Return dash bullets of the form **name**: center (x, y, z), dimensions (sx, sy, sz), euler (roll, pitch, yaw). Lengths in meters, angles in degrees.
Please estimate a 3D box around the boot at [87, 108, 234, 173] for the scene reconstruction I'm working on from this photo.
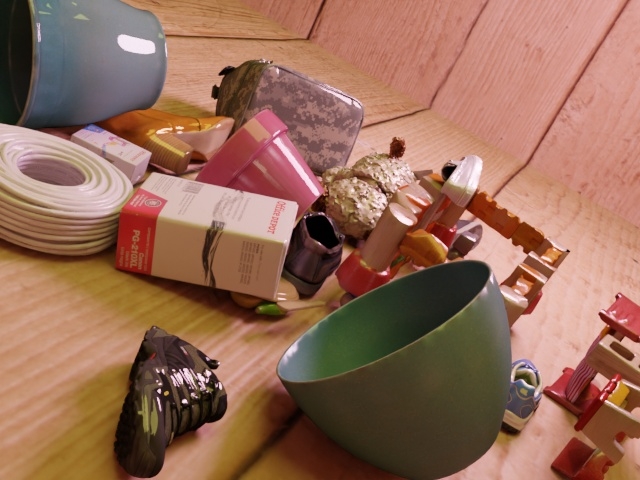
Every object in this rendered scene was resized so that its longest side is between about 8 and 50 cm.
- **boot**: center (-0.313, -0.236, 1.512), dimensions (0.211, 0.104, 0.295), euler (30, 27, 5)

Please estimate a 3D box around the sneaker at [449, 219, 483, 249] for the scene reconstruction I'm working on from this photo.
- **sneaker**: center (0.261, 0.000, 1.702), dimensions (0.118, 0.083, 0.222), euler (17, 22, 38)

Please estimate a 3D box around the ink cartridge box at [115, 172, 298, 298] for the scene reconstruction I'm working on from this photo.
- **ink cartridge box**: center (-0.164, -0.011, 1.132), dimensions (0.237, 0.100, 0.172), euler (12, 24, -1)

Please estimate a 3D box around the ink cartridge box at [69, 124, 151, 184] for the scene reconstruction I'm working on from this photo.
- **ink cartridge box**: center (-0.371, -0.149, 1.325), dimensions (0.123, 0.052, 0.088), euler (27, 22, -4)

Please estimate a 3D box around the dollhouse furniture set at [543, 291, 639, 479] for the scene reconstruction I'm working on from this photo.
- **dollhouse furniture set**: center (0.442, 0.246, 1.205), dimensions (0.152, 0.201, 0.374), euler (38, 31, 23)

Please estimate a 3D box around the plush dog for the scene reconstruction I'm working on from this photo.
- **plush dog**: center (0.100, -0.088, 1.578), dimensions (0.262, 0.210, 0.225), euler (32, 46, 10)

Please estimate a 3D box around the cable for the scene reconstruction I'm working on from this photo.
- **cable**: center (-0.401, -0.078, 1.092), dimensions (0.257, 0.089, 0.257), euler (34, 23, 16)

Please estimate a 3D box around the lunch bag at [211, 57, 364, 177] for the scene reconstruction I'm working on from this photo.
- **lunch bag**: center (-0.089, -0.293, 1.771), dimensions (0.305, 0.212, 0.256), euler (17, 6, -27)

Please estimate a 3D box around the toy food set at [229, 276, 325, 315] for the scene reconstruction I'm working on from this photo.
- **toy food set**: center (-0.097, 0.077, 1.174), dimensions (0.192, 0.038, 0.132), euler (28, 14, 31)

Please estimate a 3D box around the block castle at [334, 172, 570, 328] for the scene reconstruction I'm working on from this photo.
- **block castle**: center (0.241, 0.060, 1.360), dimensions (0.303, 0.212, 0.453), euler (38, 27, 15)

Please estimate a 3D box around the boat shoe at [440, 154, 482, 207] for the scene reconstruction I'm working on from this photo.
- **boat shoe**: center (0.252, -0.119, 1.386), dimensions (0.063, 0.066, 0.184), euler (31, 35, -2)

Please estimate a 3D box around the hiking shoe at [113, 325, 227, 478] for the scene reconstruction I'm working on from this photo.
- **hiking shoe**: center (-0.154, 0.174, 0.825), dimensions (0.114, 0.086, 0.227), euler (18, 23, -13)

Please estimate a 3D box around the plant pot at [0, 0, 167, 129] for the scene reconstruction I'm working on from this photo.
- **plant pot**: center (-0.420, -0.321, 1.316), dimensions (0.255, 0.271, 0.271), euler (-4, 37, -39)

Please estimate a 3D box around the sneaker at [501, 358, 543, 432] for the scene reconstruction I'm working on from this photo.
- **sneaker**: center (0.336, 0.238, 1.236), dimensions (0.080, 0.081, 0.211), euler (30, 21, 11)

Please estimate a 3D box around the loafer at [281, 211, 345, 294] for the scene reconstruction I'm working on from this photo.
- **loafer**: center (0.000, 0.000, 1.354), dimensions (0.109, 0.095, 0.302), euler (28, 21, -2)

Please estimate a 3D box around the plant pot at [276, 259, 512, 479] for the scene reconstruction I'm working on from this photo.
- **plant pot**: center (0.118, 0.177, 0.935), dimensions (0.195, 0.290, 0.290), euler (62, 22, -8)

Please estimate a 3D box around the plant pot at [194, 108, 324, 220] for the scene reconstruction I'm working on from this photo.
- **plant pot**: center (-0.100, -0.108, 1.381), dimensions (0.180, 0.201, 0.201), euler (43, 23, -2)
